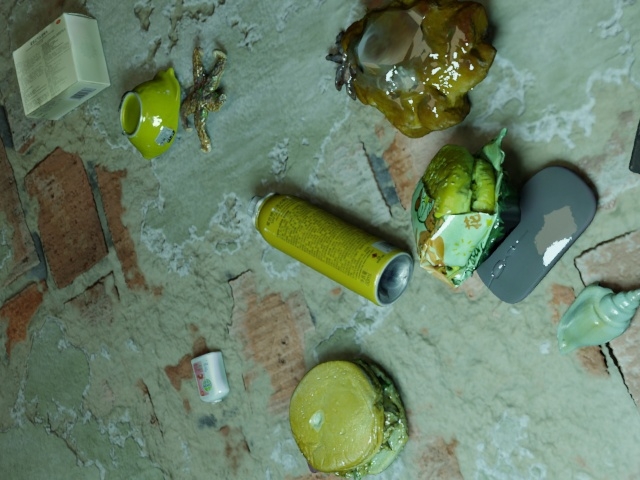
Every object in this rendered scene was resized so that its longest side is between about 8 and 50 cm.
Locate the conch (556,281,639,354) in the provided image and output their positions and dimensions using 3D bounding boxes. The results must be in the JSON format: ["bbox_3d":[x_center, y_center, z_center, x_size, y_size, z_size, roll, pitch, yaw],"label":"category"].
[{"bbox_3d":[0.405,0.105,1.498,0.180,0.065,0.088,-41,67,40],"label":"conch"}]

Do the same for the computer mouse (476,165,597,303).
[{"bbox_3d":[0.323,-0.008,1.569,0.120,0.057,0.232,52,121,27],"label":"computer mouse"}]

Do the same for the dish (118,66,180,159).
[{"bbox_3d":[-0.361,-0.262,2.116,0.149,0.080,0.208,36,118,41],"label":"dish"}]

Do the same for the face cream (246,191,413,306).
[{"bbox_3d":[0.000,0.000,1.812,0.348,0.105,0.105,28,109,36],"label":"face cream"}]

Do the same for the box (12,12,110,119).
[{"bbox_3d":[-0.584,-0.387,2.302,0.212,0.095,0.168,-22,79,38],"label":"box"}]

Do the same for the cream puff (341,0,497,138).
[{"bbox_3d":[0.150,-0.289,1.644,0.269,0.155,0.241,31,112,33],"label":"cream puff"}]

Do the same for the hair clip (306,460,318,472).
[{"bbox_3d":[0.018,0.386,1.862,0.137,0.022,0.054,-26,72,38],"label":"hair clip"}]

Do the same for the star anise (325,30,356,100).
[{"bbox_3d":[0.060,-0.312,1.794,0.141,0.042,0.141,3,94,41],"label":"star anise"}]

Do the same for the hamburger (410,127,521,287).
[{"bbox_3d":[0.217,-0.069,1.577,0.214,0.125,0.235,-99,25,-50],"label":"hamburger"}]

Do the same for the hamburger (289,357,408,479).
[{"bbox_3d":[0.049,0.298,1.771,0.189,0.122,0.215,-54,55,20],"label":"hamburger"}]

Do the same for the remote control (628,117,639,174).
[{"bbox_3d":[0.488,-0.210,1.444,0.063,0.025,0.245,20,104,39],"label":"remote control"}]

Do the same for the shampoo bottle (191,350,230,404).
[{"bbox_3d":[-0.217,0.276,2.044,0.072,0.043,0.099,-23,77,39],"label":"shampoo bottle"}]

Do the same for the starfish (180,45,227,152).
[{"bbox_3d":[-0.227,-0.280,2.046,0.150,0.053,0.210,8,101,52],"label":"starfish"}]
